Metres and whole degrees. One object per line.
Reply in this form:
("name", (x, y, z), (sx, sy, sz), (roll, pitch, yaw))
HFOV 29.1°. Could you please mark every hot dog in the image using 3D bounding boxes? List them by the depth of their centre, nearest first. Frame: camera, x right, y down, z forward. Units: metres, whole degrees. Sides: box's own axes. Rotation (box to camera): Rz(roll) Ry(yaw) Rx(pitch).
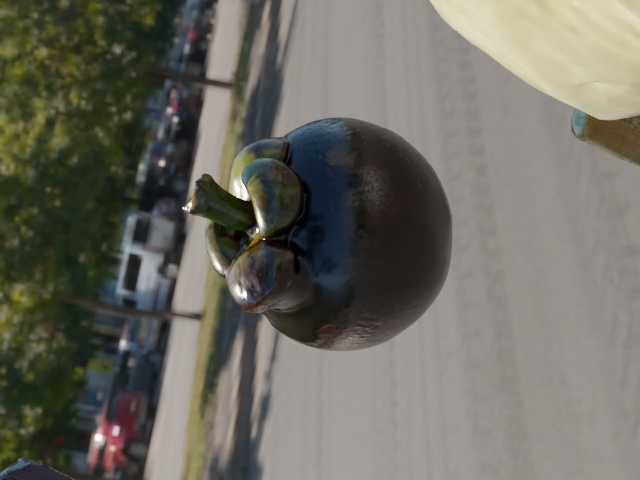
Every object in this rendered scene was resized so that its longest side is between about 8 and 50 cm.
("hot dog", (0.225, -0.073, 0.863), (0.028, 0.137, 0.044), (22, 96, 55))

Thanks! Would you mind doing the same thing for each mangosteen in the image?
("mangosteen", (0.015, 0.001, 1.508), (0.313, 0.297, 0.297), (-38, -30, -55))

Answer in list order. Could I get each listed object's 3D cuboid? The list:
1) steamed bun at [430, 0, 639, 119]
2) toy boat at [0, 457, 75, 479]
("steamed bun", (0.126, -0.184, 0.406), (0.289, 0.276, 0.203), (-62, 28, 13))
("toy boat", (-0.250, 0.317, 0.992), (0.210, 0.070, 0.291), (7, -89, -68))
